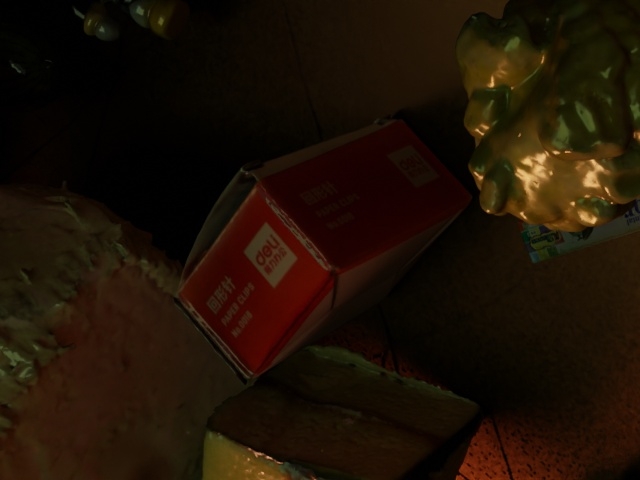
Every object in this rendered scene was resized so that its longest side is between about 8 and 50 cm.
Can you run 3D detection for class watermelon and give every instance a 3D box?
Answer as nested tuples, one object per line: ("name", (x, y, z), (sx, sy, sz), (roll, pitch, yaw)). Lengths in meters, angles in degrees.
("watermelon", (-0.256, -0.146, 1.318), (0.110, 0.078, 0.078), (6, 110, 37))

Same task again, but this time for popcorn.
("popcorn", (0.161, -0.081, 0.982), (0.173, 0.142, 0.174), (-17, 61, 34))

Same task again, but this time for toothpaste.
("toothpaste", (0.209, -0.023, 1.038), (0.164, 0.046, 0.034), (-20, 90, 40))

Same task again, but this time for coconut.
("coconut", (-0.268, 0.149, 1.237), (0.404, 0.404, 0.405), (13, 114, 33))

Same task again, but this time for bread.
("bread", (0.004, 0.234, 1.201), (0.167, 0.163, 0.264), (21, 120, 22))

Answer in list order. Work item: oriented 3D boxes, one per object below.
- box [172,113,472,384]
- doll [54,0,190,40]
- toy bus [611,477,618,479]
("box", (0.000, 0.000, 1.113), (0.099, 0.182, 0.133), (47, 131, 14))
("doll", (-0.227, -0.253, 1.245), (0.316, 0.103, 0.146), (29, 117, 19))
("toy bus", (0.169, 0.317, 1.135), (0.165, 0.133, 0.271), (42, 129, 8))
